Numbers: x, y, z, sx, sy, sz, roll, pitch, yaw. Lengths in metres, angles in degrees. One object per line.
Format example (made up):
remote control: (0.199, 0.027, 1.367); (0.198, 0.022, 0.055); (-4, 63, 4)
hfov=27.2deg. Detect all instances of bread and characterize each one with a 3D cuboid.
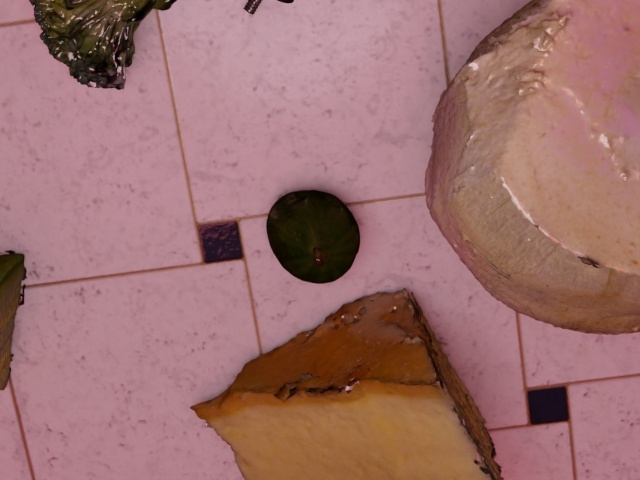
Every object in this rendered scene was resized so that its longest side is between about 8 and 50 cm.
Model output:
bread: (0.041, 0.241, 1.588); (0.315, 0.279, 0.248); (-33, 112, -1)

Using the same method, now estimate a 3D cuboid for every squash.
squash: (-0.432, 0.127, 1.543); (0.111, 0.288, 0.203); (12, 108, -4)

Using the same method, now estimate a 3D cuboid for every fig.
fig: (0.000, 0.000, 1.551); (0.117, 0.177, 0.117); (-2, 97, -13)

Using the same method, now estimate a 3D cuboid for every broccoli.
broccoli: (-0.179, -0.293, 1.453); (0.304, 0.165, 0.145); (-36, 90, 17)

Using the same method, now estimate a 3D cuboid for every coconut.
coconut: (0.306, -0.084, 1.435); (0.405, 0.404, 0.404); (0, 109, 1)

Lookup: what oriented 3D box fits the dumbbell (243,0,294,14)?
dumbbell: (-0.027, -0.343, 1.474); (0.099, 0.099, 0.208); (31, 108, -9)
